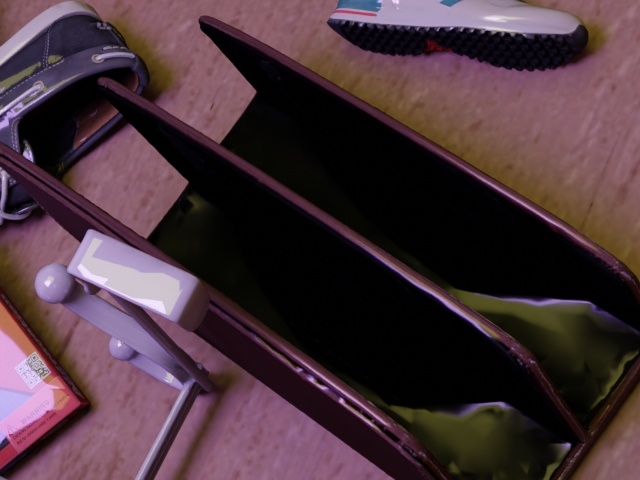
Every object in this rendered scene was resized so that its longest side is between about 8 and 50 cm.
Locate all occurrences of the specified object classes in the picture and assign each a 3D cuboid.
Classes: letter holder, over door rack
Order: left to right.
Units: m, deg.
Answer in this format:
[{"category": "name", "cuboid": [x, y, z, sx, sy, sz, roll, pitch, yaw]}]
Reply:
[{"category": "over door rack", "cuboid": [-0.148, 0.127, 0.805, 0.108, 0.324, 0.239, 25, 78, 2]}, {"category": "letter holder", "cuboid": [0.000, 0.000, 0.861, 0.302, 0.214, 0.152, 33, 82, 29]}]

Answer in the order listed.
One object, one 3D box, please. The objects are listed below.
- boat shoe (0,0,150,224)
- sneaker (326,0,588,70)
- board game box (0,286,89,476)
[{"category": "boat shoe", "cuboid": [-0.208, -0.048, 1.037, 0.233, 0.084, 0.079, -44, 62, -4]}, {"category": "sneaker", "cuboid": [0.084, -0.149, 0.982, 0.161, 0.057, 0.075, 9, 77, 27]}, {"category": "board game box", "cuboid": [-0.293, 0.131, 0.998, 0.281, 0.027, 0.145, -39, 81, 1]}]
